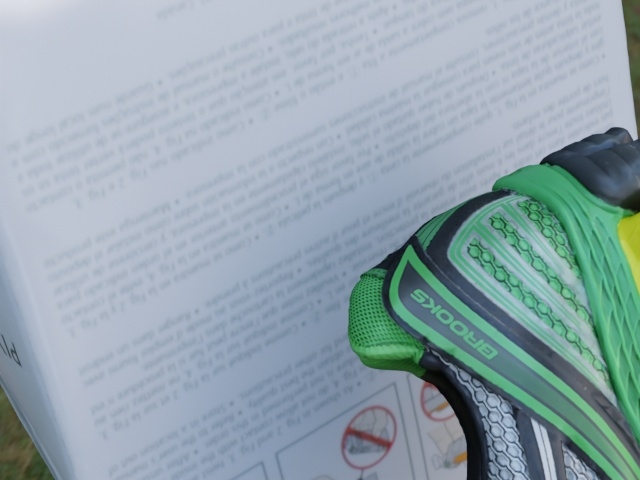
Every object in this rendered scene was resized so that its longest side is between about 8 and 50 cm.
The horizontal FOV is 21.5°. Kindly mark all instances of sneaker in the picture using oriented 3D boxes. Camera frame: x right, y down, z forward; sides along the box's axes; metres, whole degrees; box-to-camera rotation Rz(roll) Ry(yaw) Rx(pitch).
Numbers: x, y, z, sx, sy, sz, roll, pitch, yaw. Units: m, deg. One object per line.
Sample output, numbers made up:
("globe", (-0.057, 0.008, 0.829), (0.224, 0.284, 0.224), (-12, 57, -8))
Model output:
("sneaker", (0.116, 0.141, 0.628), (0.146, 0.134, 0.343), (-23, 83, -2))

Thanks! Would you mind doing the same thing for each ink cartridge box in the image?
("ink cartridge box", (0.000, 0.000, 0.729), (0.308, 0.091, 0.385), (-28, 123, -26))
